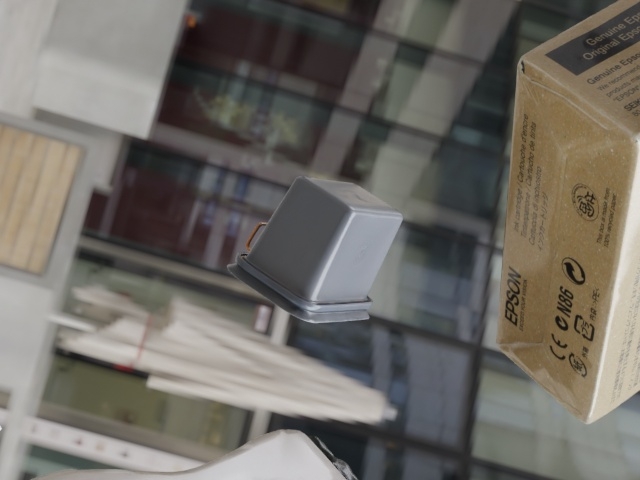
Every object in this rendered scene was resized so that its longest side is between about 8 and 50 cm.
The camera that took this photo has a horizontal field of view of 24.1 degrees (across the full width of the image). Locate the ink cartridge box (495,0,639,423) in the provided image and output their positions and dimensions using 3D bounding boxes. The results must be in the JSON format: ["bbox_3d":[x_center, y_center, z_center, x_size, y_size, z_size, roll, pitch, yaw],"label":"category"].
[{"bbox_3d":[0.200,-0.036,0.844,0.193,0.088,0.234,-31,143,-25],"label":"ink cartridge box"}]

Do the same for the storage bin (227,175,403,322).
[{"bbox_3d":[0.000,0.000,1.165,0.091,0.098,0.135,-61,157,10],"label":"storage bin"}]

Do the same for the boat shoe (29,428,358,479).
[{"bbox_3d":[-0.106,0.221,0.900,0.341,0.127,0.158,-2,132,-54],"label":"boat shoe"}]
